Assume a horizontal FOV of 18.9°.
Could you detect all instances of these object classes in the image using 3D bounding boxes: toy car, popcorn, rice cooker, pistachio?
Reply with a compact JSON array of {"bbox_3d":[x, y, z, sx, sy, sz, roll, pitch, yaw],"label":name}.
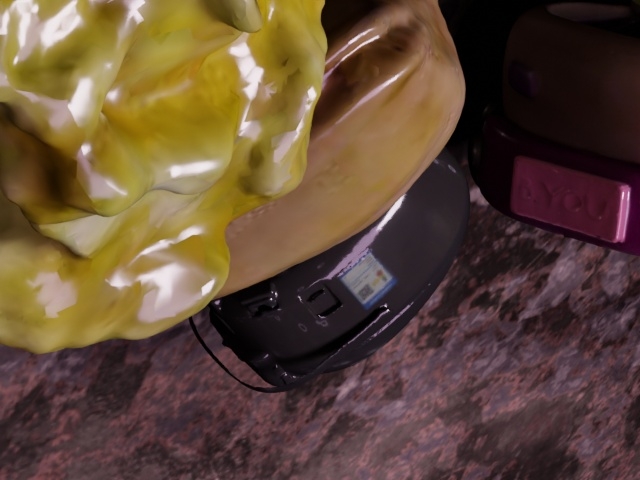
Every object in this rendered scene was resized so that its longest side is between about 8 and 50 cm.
[{"bbox_3d":[0.266,-0.127,1.322,0.340,0.271,0.240,-22,122,-49],"label":"toy car"},{"bbox_3d":[-0.142,-0.122,0.881,0.293,0.292,0.334,6,134,2],"label":"popcorn"},{"bbox_3d":[-0.001,0.001,1.235,0.203,0.142,0.118,-46,139,-2],"label":"rice cooker"},{"bbox_3d":[-0.037,-0.063,1.119,0.260,0.163,0.213,-37,-174,12],"label":"pistachio"}]

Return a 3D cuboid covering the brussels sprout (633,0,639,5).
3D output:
[{"bbox_3d":[0.270,-0.266,1.128,0.281,0.289,0.355,85,13,-58],"label":"brussels sprout"}]
